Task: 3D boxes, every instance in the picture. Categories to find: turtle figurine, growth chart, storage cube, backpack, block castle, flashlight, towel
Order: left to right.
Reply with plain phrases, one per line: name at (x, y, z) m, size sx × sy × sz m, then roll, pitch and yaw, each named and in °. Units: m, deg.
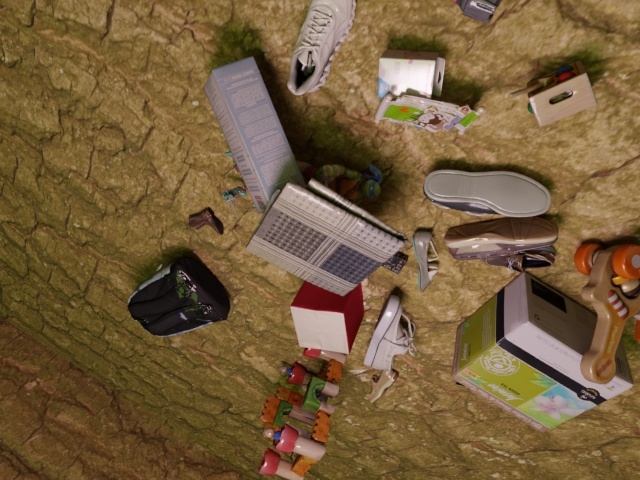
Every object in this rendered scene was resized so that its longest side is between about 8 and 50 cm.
backpack at (-0.558, 0.226, 1.719) m, size 0.356 × 0.273 × 0.290 m, roll -32°, pitch 111°, yaw 14°
turtle figurine at (-0.208, -0.161, 1.360) m, size 0.176 × 0.118 × 0.233 m, roll -9°, pitch 105°, yaw 11°
block castle at (-0.084, 0.603, 1.647) m, size 0.213 × 0.453 × 0.302 m, roll 23°, pitch 131°, yaw -3°
towel at (0.000, 0.000, 1.125) m, size 0.325 × 0.056 × 0.312 m, roll 27°, pitch 140°, yaw -13°
turtle figurine at (0.008, -0.118, 1.224) m, size 0.267 × 0.274 × 0.198 m, roll 17°, pitch 167°, yaw 38°
storage cube at (0.030, 0.236, 1.496) m, size 0.184 × 0.193 × 0.214 m, roll 5°, pitch 124°, yaw 20°
growth chart at (0.248, -0.296, 1.067) m, size 0.238 × 0.021 × 0.172 m, roll 10°, pitch 172°, yaw 6°
flashlight at (0.219, -0.534, 0.915) m, size 0.304 × 0.103 × 0.103 m, roll 28°, pitch 96°, yaw 8°

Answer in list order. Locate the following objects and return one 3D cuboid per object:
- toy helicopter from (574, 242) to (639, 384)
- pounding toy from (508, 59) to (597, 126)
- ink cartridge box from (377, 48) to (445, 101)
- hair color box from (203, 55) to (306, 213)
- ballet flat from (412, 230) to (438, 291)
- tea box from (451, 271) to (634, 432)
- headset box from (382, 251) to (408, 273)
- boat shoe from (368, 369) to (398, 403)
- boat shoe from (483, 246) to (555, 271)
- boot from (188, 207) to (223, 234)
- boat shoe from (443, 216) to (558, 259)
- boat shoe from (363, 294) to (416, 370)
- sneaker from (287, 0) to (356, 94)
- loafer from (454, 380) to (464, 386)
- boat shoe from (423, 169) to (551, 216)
toy helicopter at (0.737, 0.186, 1.114) m, size 0.235 × 0.354 × 0.140 m, roll 22°, pitch 173°, yaw -17°
pounding toy at (0.486, -0.314, 0.950) m, size 0.141 × 0.130 × 0.100 m, roll -20°, pitch 114°, yaw 33°
ink cartridge box at (0.212, -0.383, 1.040) m, size 0.143 × 0.089 × 0.092 m, roll 10°, pitch 127°, yaw 14°
hair color box at (-0.168, -0.257, 1.174) m, size 0.374 × 0.114 × 0.185 m, roll 68°, pitch 163°, yaw -13°
ballet flat at (0.317, 0.067, 1.334) m, size 0.068 × 0.072 × 0.213 m, roll -3°, pitch 122°, yaw 19°
tea box at (0.615, 0.328, 1.299) m, size 0.329 × 0.220 × 0.323 m, roll 31°, pitch 130°, yaw -1°
headset box at (0.220, 0.058, 1.392) m, size 0.083 × 0.032 × 0.062 m, roll 27°, pitch 129°, yaw 4°
boat shoe at (0.226, 0.551, 1.731) m, size 0.072 × 0.068 × 0.189 m, roll 36°, pitch 121°, yaw 11°
boat shoe at (0.539, 0.050, 1.230) m, size 0.184 × 0.066 × 0.066 m, roll -8°, pitch 120°, yaw 27°
boot at (-0.402, -0.051, 1.569) m, size 0.114 × 0.037 × 0.106 m, roll -22°, pitch 100°, yaw 30°
boat shoe at (0.481, 0.004, 1.205) m, size 0.286 × 0.102 × 0.092 m, roll -6°, pitch 126°, yaw 31°
boat shoe at (0.253, 0.332, 1.510) m, size 0.157 × 0.135 × 0.366 m, roll 19°, pitch 132°, yaw 10°
sneaker at (-0.004, -0.472, 1.051) m, size 0.110 × 0.118 × 0.292 m, roll 27°, pitch 128°, yaw 5°
loafer at (0.533, 0.498, 1.566) m, size 0.148 × 0.050 × 0.056 m, roll 8°, pitch 126°, yaw 17°
boat shoe at (0.417, -0.119, 1.149) m, size 0.303 × 0.091 × 0.114 m, roll 15°, pitch 84°, yaw 14°
